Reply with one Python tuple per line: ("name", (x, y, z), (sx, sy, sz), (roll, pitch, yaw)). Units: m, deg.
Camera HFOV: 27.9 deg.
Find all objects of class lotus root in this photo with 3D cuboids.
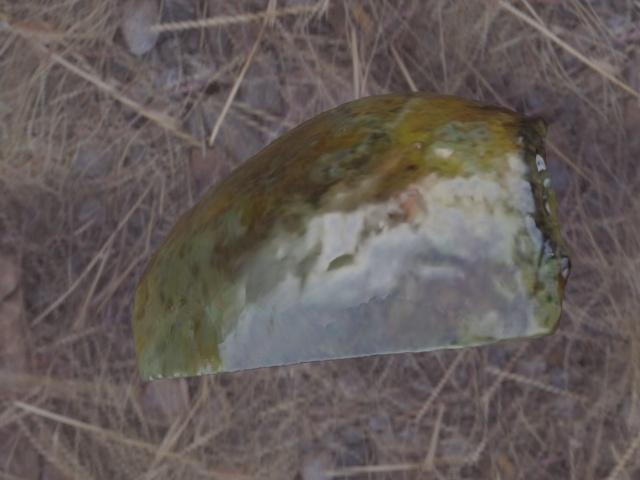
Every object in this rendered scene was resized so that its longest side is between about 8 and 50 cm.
("lotus root", (-0.003, 0.001, 0.846), (0.142, 0.210, 0.314), (11, 152, -44))
